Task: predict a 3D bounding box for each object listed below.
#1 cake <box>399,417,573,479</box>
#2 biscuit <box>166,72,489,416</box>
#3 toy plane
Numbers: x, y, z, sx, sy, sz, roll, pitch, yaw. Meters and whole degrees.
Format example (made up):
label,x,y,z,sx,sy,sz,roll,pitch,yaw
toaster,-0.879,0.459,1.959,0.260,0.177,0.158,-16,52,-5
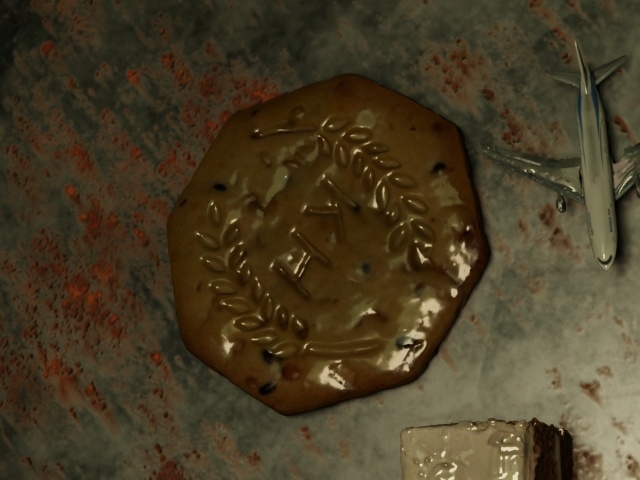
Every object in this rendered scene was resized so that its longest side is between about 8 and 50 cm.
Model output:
label,x,y,z,sx,sy,sz,roll,pitch,yaw
cake,0.147,0.222,1.578,0.135,0.147,0.134,-6,71,24
biscuit,0.000,-0.001,1.770,0.359,0.046,0.359,-6,73,21
toy plane,0.261,-0.076,1.668,0.226,0.058,0.226,-10,74,17
